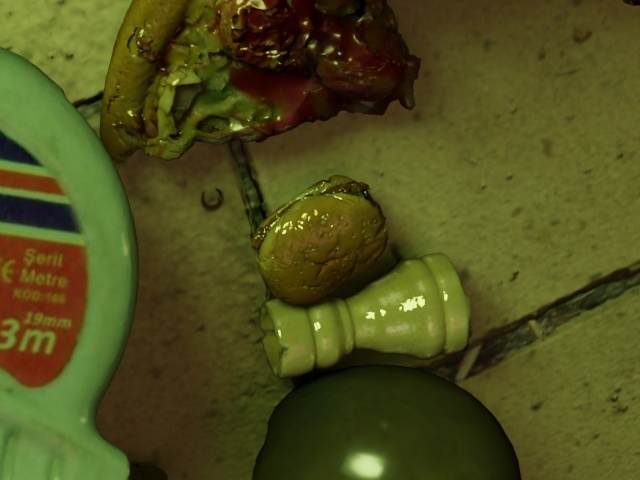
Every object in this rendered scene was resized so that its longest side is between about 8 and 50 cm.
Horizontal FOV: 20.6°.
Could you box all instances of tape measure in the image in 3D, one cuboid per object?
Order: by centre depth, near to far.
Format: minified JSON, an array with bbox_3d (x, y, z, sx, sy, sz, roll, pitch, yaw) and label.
[{"bbox_3d":[-0.208,0.021,0.848,0.243,0.125,0.246,9,91,-30],"label":"tape measure"}]

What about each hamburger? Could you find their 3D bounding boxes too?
[{"bbox_3d":[0.000,0.000,1.044,0.083,0.044,0.076,-32,136,2],"label":"hamburger"}]

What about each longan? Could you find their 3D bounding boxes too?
[{"bbox_3d":[0.037,0.162,1.119,0.189,0.189,0.189,-16,134,-18],"label":"longan"}]

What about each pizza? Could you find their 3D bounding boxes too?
[{"bbox_3d":[-0.009,-0.110,0.935,0.193,0.053,0.201,7,123,-34],"label":"pizza"}]

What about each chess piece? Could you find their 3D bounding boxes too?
[{"bbox_3d":[0.026,0.051,1.090,0.122,0.066,0.066,-13,133,-16],"label":"chess piece"}]

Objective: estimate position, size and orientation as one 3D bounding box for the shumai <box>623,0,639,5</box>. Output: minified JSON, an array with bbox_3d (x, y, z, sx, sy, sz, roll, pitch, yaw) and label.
[{"bbox_3d":[0.141,-0.165,0.934,0.105,0.123,0.139,-45,150,27],"label":"shumai"}]

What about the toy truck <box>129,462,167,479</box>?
[{"bbox_3d":[-0.116,0.190,1.134,0.049,0.054,0.083,-10,131,-23],"label":"toy truck"}]
